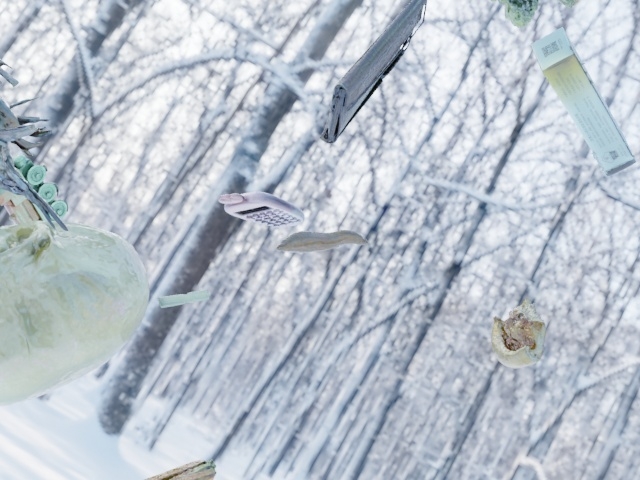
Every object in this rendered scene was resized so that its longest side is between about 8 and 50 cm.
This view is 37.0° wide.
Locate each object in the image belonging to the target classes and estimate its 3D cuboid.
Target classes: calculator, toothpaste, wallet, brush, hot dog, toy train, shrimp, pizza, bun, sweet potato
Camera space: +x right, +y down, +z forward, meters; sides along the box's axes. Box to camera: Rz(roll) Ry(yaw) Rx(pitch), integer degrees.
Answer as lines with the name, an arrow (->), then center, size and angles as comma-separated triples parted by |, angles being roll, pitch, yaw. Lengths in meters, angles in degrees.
calculator -> -0.096, -0.052, 1.565 | 0.103, 0.024, 0.166 | -9, -21, 39
toothpaste -> 0.477, -0.242, 1.712 | 0.313, 0.071, 0.089 | 44, 26, -40
wallet -> 0.083, -0.258, 1.437 | 0.039, 0.243, 0.133 | 31, -33, 7
brush -> -0.210, 0.090, 1.465 | 0.084, 0.016, 0.013 | -9, -14, -32
hot dog -> -0.126, 0.209, 0.808 | 0.037, 0.083, 0.021 | -153, -127, -62
toy train -> -0.559, -0.078, 1.811 | 0.074, 0.118, 0.175 | 26, -33, 36
shrimp -> -0.413, -0.156, 1.087 | 0.372, 0.137, 0.172 | 40, 3, -12
pizza -> 0.410, 0.197, 1.996 | 0.056, 0.134, 0.271 | 25, 19, -6
bun -> -0.451, 0.081, 1.457 | 0.361, 0.361, 0.213 | 23, -39, 31
sweet potato -> 0.000, 0.000, 1.048 | 0.115, 0.026, 0.026 | -7, 9, -31

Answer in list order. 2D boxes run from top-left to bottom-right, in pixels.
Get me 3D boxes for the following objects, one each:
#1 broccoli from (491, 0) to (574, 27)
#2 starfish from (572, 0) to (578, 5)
broccoli -> 0.421, -0.645, 2.048 | 0.318, 0.277, 0.338 | 34, 17, -23
starfish -> 0.452, -0.447, 1.649 | 0.092, 0.086, 0.016 | -18, -23, 30
